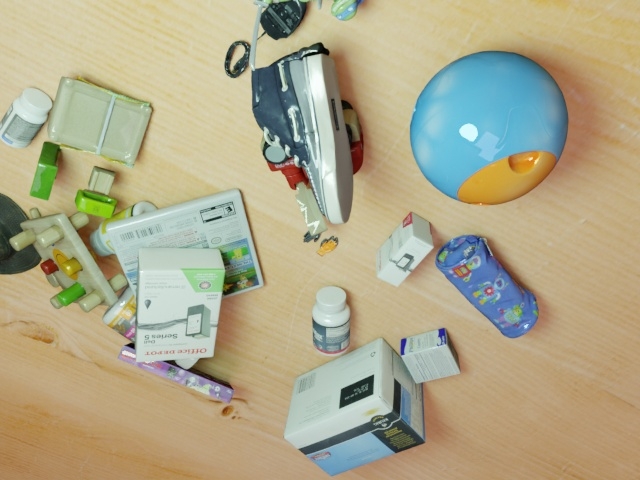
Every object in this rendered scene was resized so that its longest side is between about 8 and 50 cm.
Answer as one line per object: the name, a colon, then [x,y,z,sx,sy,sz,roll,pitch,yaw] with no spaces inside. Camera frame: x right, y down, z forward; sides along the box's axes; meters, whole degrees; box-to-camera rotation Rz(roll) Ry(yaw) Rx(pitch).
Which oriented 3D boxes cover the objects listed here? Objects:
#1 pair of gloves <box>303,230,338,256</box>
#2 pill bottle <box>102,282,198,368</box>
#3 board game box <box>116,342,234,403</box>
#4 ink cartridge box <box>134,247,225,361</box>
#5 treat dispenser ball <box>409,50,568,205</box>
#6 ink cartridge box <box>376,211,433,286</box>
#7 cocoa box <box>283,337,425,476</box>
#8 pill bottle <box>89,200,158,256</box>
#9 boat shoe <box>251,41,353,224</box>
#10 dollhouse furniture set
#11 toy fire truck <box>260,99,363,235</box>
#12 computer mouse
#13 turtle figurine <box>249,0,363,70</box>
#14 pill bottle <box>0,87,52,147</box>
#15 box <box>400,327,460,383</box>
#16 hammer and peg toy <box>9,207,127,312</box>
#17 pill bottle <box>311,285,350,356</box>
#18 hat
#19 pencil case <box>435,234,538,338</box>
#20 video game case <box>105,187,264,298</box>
pair of gloves: [0.000,0.000,1.375,0.083,0.010,0.074,41,121,-17]
pill bottle: [-0.460,0.239,1.516,0.278,0.162,0.162,39,121,-17]
board game box: [-0.436,0.401,1.620,0.346,0.208,0.056,26,80,-10]
ink cartridge box: [-0.357,0.162,1.331,0.198,0.115,0.273,1,119,-21]
treat dispenser ball: [0.316,-0.211,1.014,0.287,0.288,0.288,4,125,6]
ink cartridge box: [0.204,0.023,1.300,0.063,0.109,0.150,27,124,-13]
cocoa box: [0.105,0.496,1.564,0.347,0.232,0.228,-32,115,26]
pill bottle: [-0.506,-0.024,1.378,0.184,0.103,0.103,-22,119,22]
boat shoe: [-0.035,-0.196,1.041,0.158,0.127,0.341,-5,98,21]
dollhouse furniture set: [-0.545,-0.234,1.265,0.197,0.151,0.302,16,110,-28]
toy fire truck: [0.000,-0.155,1.198,0.216,0.159,0.246,-9,134,14]
computer mouse: [-0.117,-0.422,1.093,0.242,0.041,0.071,-31,110,33]
turtle figurine: [-0.048,-0.492,0.910,0.274,0.197,0.266,-33,100,-17]
pill bottle: [-0.690,-0.286,1.241,0.078,0.078,0.137,42,120,-19]
box: [0.313,0.330,1.517,0.137,0.072,0.126,-19,120,19]
hammer and peg toy: [-0.676,0.051,1.366,0.361,0.127,0.266,-2,119,43]
pill bottle: [0.029,0.220,1.463,0.107,0.108,0.180,3,124,6]
hat: [-0.953,0.006,1.450,0.330,0.134,0.332,4,124,6]
pencil case: [0.422,0.109,1.322,0.133,0.119,0.306,-40,111,18]
video game case: [-0.333,0.043,1.362,0.328,0.036,0.300,-17,124,-10]
